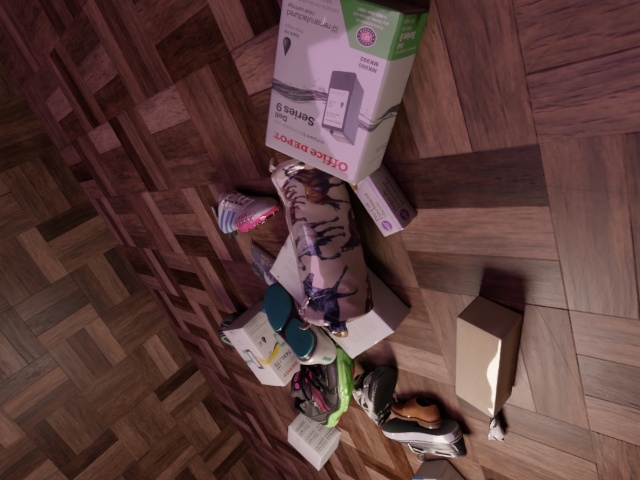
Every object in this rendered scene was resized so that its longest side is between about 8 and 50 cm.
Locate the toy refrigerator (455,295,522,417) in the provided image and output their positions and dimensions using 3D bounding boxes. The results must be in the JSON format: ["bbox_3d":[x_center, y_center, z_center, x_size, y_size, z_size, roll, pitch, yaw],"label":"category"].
[{"bbox_3d":[0.374,0.262,0.951,0.102,0.094,0.270,26,139,43],"label":"toy refrigerator"}]

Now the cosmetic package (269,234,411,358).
[{"bbox_3d":[0.037,0.141,1.219,0.377,0.097,0.284,46,144,7],"label":"cosmetic package"}]

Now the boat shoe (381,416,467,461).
[{"bbox_3d":[0.321,0.622,1.330,0.306,0.113,0.105,-24,89,46],"label":"boat shoe"}]

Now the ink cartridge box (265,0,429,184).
[{"bbox_3d":[0.032,-0.275,0.746,0.211,0.121,0.290,27,128,18],"label":"ink cartridge box"}]

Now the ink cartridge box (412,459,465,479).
[{"bbox_3d":[0.439,0.856,1.436,0.203,0.086,0.148,46,145,5],"label":"ink cartridge box"}]

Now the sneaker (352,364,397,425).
[{"bbox_3d":[0.159,0.482,1.374,0.146,0.122,0.331,34,147,31],"label":"sneaker"}]

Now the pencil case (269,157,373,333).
[{"bbox_3d":[0.000,0.000,0.982,0.159,0.183,0.411,0,105,63],"label":"pencil case"}]

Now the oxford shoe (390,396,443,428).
[{"bbox_3d":[0.295,0.523,1.324,0.212,0.075,0.076,-18,77,57],"label":"oxford shoe"}]

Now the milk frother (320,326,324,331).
[{"bbox_3d":[-0.047,0.332,1.515,0.143,0.129,0.135,-101,6,-48],"label":"milk frother"}]

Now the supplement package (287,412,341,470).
[{"bbox_3d":[-0.031,0.921,1.983,0.203,0.149,0.194,34,142,24],"label":"supplement package"}]

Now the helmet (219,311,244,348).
[{"bbox_3d":[-0.366,0.397,1.870,0.161,0.170,0.170,21,138,13],"label":"helmet"}]

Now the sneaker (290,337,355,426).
[{"bbox_3d":[-0.001,0.497,1.449,0.202,0.185,0.483,13,131,0],"label":"sneaker"}]

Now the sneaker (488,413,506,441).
[{"bbox_3d":[0.466,0.488,1.111,0.043,0.040,0.109,6,132,26],"label":"sneaker"}]

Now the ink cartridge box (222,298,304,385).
[{"bbox_3d":[-0.193,0.386,1.625,0.270,0.198,0.197,55,145,-8],"label":"ink cartridge box"}]

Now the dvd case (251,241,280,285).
[{"bbox_3d":[-0.163,0.121,1.501,0.221,0.018,0.165,34,142,23],"label":"dvd case"}]

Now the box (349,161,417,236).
[{"bbox_3d":[0.086,-0.162,0.906,0.324,0.063,0.067,56,146,-7],"label":"box"}]

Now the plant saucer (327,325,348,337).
[{"bbox_3d":[0.043,0.253,1.224,0.083,0.015,0.084,31,142,27],"label":"plant saucer"}]

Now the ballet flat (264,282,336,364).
[{"bbox_3d":[-0.070,0.273,1.366,0.400,0.139,0.139,40,152,56],"label":"ballet flat"}]

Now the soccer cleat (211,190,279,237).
[{"bbox_3d":[-0.251,-0.097,1.310,0.331,0.116,0.143,-16,110,54],"label":"soccer cleat"}]
